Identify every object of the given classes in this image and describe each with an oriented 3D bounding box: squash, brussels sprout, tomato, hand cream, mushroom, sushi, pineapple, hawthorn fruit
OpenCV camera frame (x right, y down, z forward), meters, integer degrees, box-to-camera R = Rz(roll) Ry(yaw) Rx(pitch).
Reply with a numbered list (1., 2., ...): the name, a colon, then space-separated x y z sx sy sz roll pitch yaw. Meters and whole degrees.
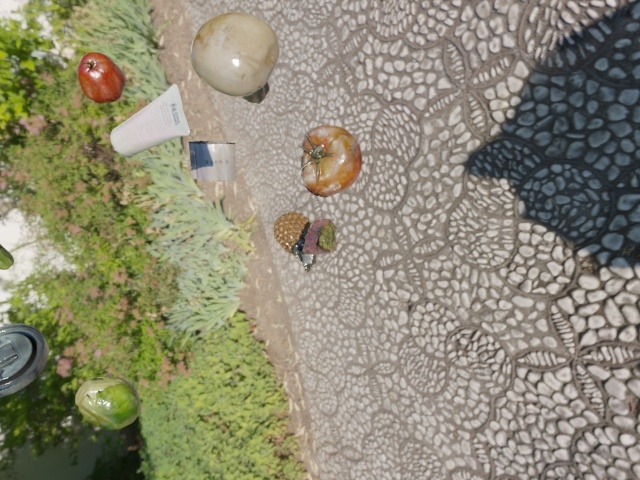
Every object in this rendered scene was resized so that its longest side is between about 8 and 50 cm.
1. squash: -0.986 -0.003 1.167 0.066 0.066 0.228 27 152 45
2. brussels sprout: -0.634 0.487 1.225 0.162 0.143 0.180 4 144 38
3. tomato: 0.047 -0.250 1.236 0.155 0.181 0.213 -11 77 39
4. hand cream: -0.628 -0.421 1.506 0.359 0.118 0.185 -15 88 28
5. mushroom: -0.278 -0.590 1.368 0.290 0.293 0.292 90 157 -72
6. sushi: -0.001 -0.019 1.797 0.108 0.241 0.161 -10 85 29
7. pineapple: -0.099 0.013 2.068 0.357 0.223 0.222 56 138 48
8. hawthorn fruit: -0.772 -0.581 1.407 0.203 0.163 0.162 109 139 -67

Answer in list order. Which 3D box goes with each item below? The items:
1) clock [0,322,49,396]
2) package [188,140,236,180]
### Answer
1. clock: -0.894 0.338 1.151 0.215 0.215 0.041 50 151 32
2. package: -0.559 -0.416 2.123 0.251 0.062 0.203 4 111 6
